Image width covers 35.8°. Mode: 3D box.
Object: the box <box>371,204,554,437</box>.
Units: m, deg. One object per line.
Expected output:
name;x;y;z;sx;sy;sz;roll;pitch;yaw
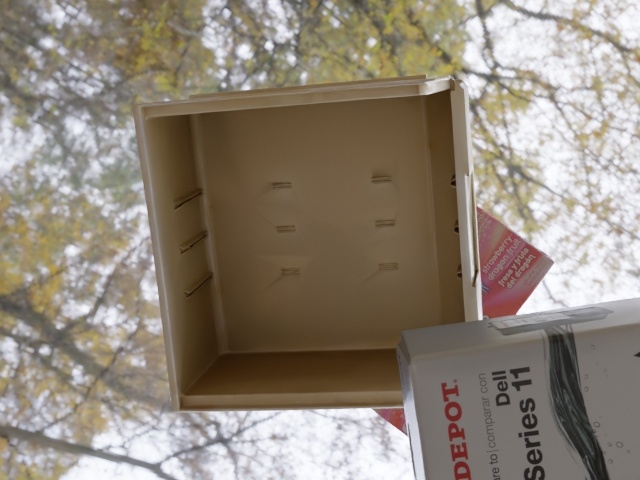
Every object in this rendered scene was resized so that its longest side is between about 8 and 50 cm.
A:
box;0.170;0.107;1.341;0.142;0.154;0.300;37;-83;9

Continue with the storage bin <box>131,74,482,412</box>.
storage bin;0.000;0.000;0.844;0.260;0.123;0.262;-3;-78;13

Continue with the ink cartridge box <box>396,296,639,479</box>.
ink cartridge box;0.157;0.118;0.579;0.208;0.087;0.153;-9;-86;2
